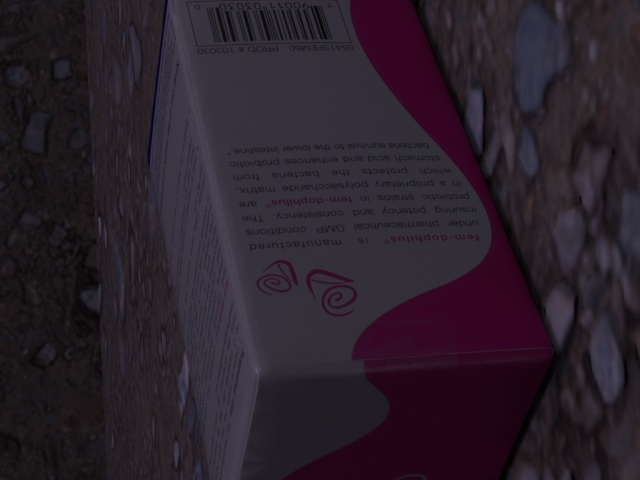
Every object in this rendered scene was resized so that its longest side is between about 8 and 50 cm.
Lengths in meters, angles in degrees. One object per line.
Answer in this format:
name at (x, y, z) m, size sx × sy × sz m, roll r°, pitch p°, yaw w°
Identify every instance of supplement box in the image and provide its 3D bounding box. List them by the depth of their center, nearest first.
supplement box at (0.000, 0.000, 0.600) m, size 0.114 × 0.111 × 0.220 m, roll 103°, pitch 159°, yaw -44°
